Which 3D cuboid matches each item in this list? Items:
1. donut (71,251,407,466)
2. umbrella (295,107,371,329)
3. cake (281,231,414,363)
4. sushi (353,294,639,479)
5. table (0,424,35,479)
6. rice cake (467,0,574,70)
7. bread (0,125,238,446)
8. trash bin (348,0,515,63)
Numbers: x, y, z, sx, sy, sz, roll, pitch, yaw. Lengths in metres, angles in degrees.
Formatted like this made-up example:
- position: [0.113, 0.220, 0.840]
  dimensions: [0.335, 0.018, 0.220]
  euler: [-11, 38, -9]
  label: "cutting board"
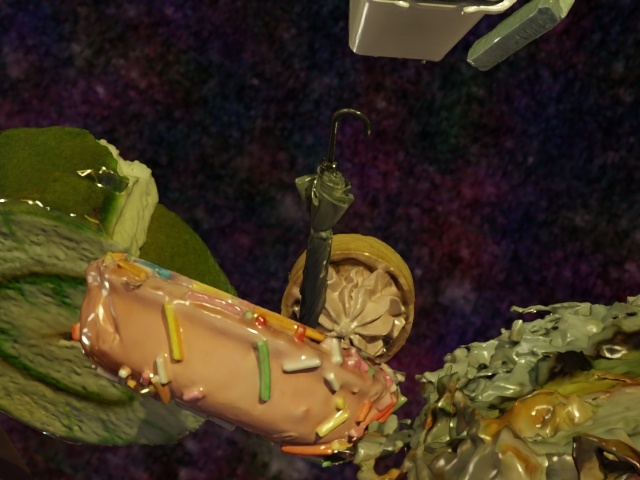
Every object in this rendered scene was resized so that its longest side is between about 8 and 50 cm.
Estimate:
- position: [-0.064, 0.080, 0.852]
  dimensions: [0.233, 0.085, 0.199]
  euler: [19, 171, 19]
  label: "donut"
- position: [-0.005, -0.002, 0.935]
  dimensions: [0.044, 0.044, 0.269]
  euler: [18, 137, 4]
  label: "umbrella"
- position: [0.032, 0.106, 1.780]
  dimensions: [0.185, 0.178, 0.208]
  euler: [44, 121, -12]
  label: "cake"
- position: [0.213, 0.138, 0.739]
  dimensions: [0.417, 0.417, 0.175]
  euler: [1, 102, 39]
  label: "sushi"
- position: [-0.367, 0.285, 1.236]
  dimensions: [0.169, 0.172, 0.193]
  euler: [57, 173, 5]
  label: "table"
- position: [0.262, -0.279, 1.690]
  dimensions: [0.042, 0.045, 0.245]
  euler: [34, 162, -11]
  label: "rice cake"
- position: [-0.245, 0.050, 1.267]
  dimensions: [0.366, 0.129, 0.382]
  euler: [22, 137, -5]
  label: "bread"
- position: [0.137, -0.439, 2.044]
  dimensions: [0.296, 0.255, 0.367]
  euler: [2, 168, -7]
  label: "trash bin"
